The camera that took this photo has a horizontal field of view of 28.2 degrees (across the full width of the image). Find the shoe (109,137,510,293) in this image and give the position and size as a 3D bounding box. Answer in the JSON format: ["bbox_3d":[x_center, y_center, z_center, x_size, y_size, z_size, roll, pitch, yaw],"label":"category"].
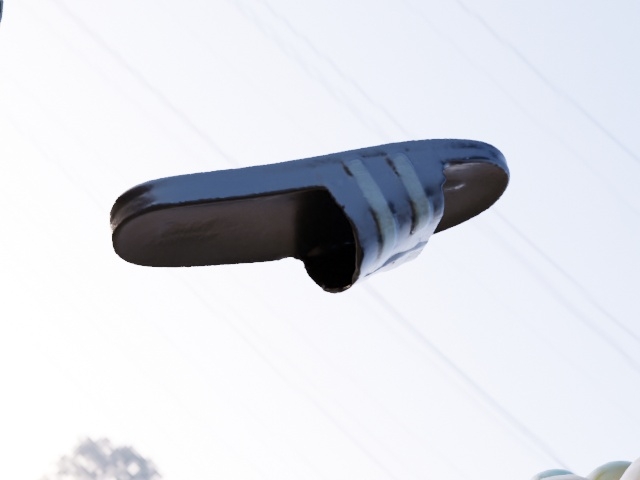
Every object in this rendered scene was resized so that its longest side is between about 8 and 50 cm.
[{"bbox_3d":[0.000,0.000,0.557,0.071,0.179,0.049,105,-26,-57],"label":"shoe"}]

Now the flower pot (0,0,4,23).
[{"bbox_3d":[-0.332,-0.193,0.946,0.148,0.235,0.235,35,-26,38],"label":"flower pot"}]

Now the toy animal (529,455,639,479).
[{"bbox_3d":[0.146,0.197,0.434,0.183,0.310,0.247,148,-77,-75],"label":"toy animal"}]
